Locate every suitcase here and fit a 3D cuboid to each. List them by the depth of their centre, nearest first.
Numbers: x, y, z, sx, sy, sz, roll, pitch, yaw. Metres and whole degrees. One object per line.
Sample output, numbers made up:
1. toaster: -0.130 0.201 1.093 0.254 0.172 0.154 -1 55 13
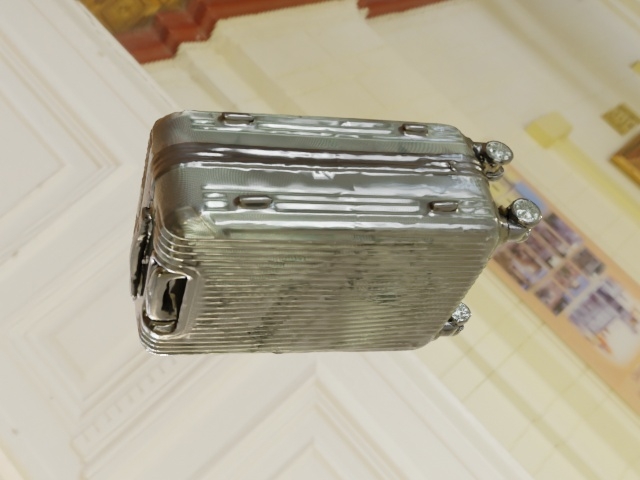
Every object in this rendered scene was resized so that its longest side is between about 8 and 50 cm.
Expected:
1. suitcase: 0.000 0.000 0.678 0.312 0.128 0.202 0 142 -20
